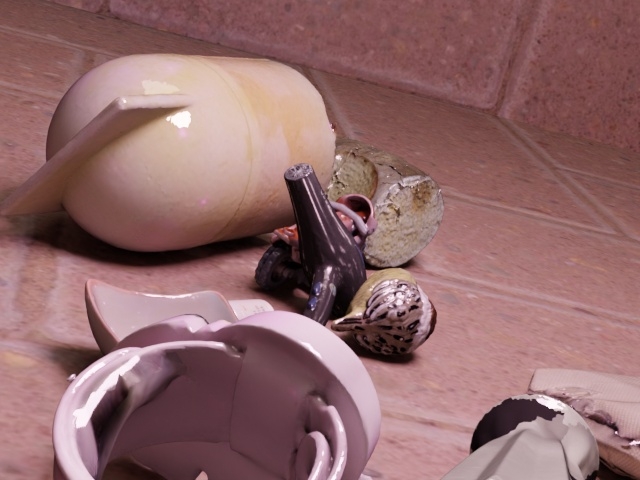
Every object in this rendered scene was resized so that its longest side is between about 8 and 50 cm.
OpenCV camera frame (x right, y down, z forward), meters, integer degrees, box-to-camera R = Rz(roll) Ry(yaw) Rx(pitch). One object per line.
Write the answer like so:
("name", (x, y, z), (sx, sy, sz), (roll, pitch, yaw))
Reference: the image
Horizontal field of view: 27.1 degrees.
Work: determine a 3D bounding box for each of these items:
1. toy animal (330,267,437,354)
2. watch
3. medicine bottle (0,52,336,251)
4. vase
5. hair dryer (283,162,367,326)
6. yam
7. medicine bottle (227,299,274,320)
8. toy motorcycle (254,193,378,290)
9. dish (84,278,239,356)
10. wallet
("toy animal", (0.073, 0.088, 1.459), (0.098, 0.098, 0.137), (22, 28, 21))
("watch", (-0.097, 0.168, 0.940), (0.244, 0.196, 0.231), (22, 38, 21))
("medicine bottle", (-0.180, -0.106, 1.590), (0.235, 0.236, 0.406), (25, 17, 27))
("vase", (0.146, 0.218, 1.002), (0.165, 0.165, 0.360), (19, 12, 10))
("hair dryer", (-0.011, 0.046, 1.456), (0.075, 0.196, 0.219), (-9, 33, 20))
("yam", (0.070, -0.058, 1.853), (0.154, 0.154, 0.254), (8, 14, -27))
("medicine bottle", (-0.091, 0.087, 1.359), (0.089, 0.052, 0.052), (0, 23, -45))
("toy motorcycle", (0.000, 0.000, 1.622), (0.084, 0.118, 0.212), (38, 25, 24))
("dish", (-0.123, 0.114, 1.197), (0.151, 0.077, 0.212), (8, 18, -32))
("wallet", (0.376, 0.208, 1.406), (0.274, 0.068, 0.335), (13, 9, -25))
